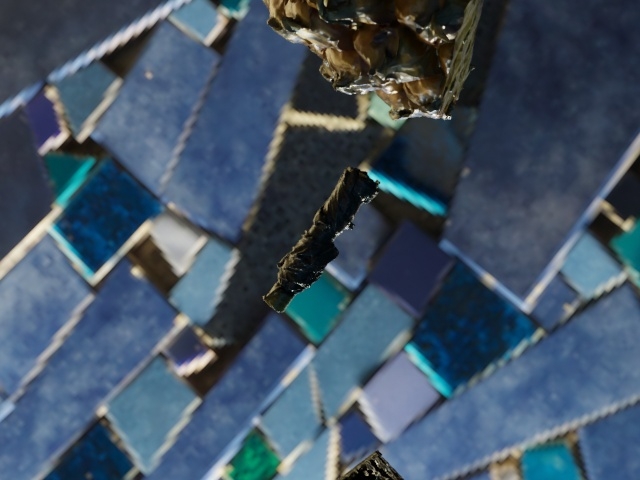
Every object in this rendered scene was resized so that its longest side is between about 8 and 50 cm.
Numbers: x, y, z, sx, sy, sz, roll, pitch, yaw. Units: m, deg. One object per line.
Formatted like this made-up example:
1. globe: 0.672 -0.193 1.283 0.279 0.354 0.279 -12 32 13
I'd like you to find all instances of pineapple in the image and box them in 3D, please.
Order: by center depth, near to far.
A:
1. pineapple: -0.005 -0.235 1.188 0.209 0.286 0.344 -64 166 -53

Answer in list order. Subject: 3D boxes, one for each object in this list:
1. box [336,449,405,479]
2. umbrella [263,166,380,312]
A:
1. box: 0.090 0.405 1.644 0.198 0.310 0.084 -32 160 -36
2. umbrella: 0.000 0.000 1.280 0.040 0.037 0.144 25 108 -32
